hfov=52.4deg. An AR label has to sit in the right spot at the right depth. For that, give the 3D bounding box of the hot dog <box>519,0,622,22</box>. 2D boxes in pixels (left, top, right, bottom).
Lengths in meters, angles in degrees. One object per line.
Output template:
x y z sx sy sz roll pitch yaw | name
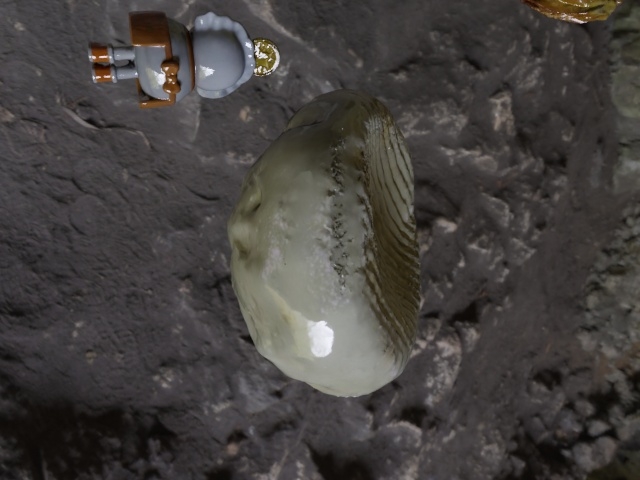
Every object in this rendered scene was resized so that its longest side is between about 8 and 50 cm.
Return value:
0.378 -0.446 1.053 0.175 0.114 0.259 -1 69 -33 | hot dog

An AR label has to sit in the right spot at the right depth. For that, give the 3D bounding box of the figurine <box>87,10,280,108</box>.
-0.196 -0.263 0.950 0.143 0.271 0.144 -176 -90 -88 | figurine

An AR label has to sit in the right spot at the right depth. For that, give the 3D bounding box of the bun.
0.000 0.000 0.387 0.183 0.102 0.184 -3 90 -72 | bun
